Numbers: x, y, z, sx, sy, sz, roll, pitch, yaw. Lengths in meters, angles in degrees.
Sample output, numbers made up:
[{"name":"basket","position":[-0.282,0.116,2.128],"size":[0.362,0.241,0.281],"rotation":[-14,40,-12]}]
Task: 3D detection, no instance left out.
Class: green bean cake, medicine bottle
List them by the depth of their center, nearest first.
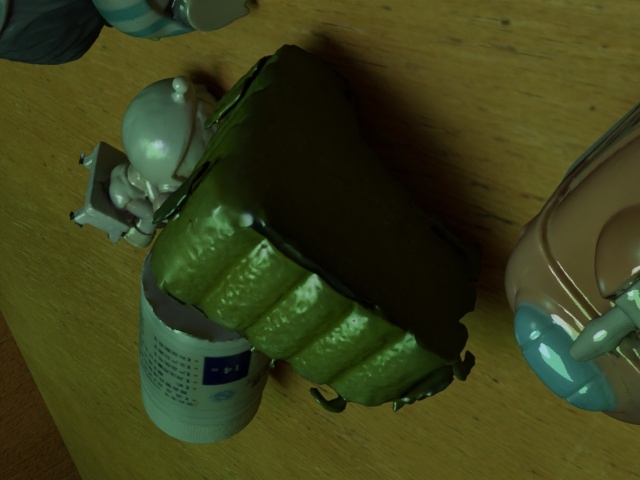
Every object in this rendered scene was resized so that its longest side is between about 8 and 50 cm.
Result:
[{"name":"green bean cake","position":[0.000,0.000,0.969],"size":[0.310,0.285,0.202],"rotation":[38,130,-14]},{"name":"medicine bottle","position":[-0.156,0.136,1.380],"size":[0.190,0.190,0.332],"rotation":[46,150,19]}]

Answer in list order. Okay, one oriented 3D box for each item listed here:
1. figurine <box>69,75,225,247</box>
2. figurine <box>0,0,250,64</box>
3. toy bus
[{"name":"figurine","position":[-0.203,-0.114,1.232],"size":[0.144,0.182,0.257],"rotation":[38,126,-11]},{"name":"figurine","position":[-0.332,-0.268,1.047],"size":[0.361,0.378,0.266],"rotation":[26,140,46]},{"name":"toy bus","position":[0.232,0.003,0.601],"size":[0.194,0.232,0.287],"rotation":[49,149,9]}]
